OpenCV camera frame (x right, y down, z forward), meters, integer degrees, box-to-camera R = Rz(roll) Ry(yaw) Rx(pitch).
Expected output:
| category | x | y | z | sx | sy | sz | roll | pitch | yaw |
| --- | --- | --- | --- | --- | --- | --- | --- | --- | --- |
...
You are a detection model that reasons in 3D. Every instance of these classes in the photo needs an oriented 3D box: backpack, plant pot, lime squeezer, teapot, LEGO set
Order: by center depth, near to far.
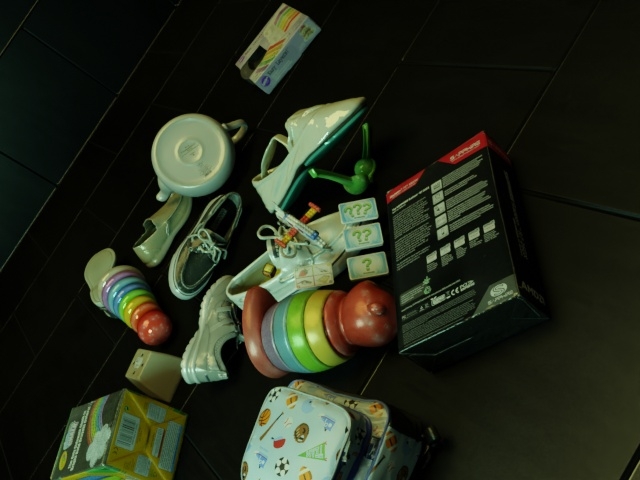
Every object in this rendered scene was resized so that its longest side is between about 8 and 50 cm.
| category | x | y | z | sx | sy | sz | roll | pitch | yaw |
| --- | --- | --- | --- | --- | --- | --- | --- | --- | --- |
| backpack | 0.007 | 0.362 | 1.155 | 0.276 | 0.213 | 0.263 | 4 | 75 | 50 |
| LEGO set | 0.000 | 0.000 | 1.469 | 0.244 | 0.060 | 0.182 | -10 | 60 | 4 |
| lime squeezer | 0.071 | -0.161 | 1.635 | 0.059 | 0.110 | 0.310 | -50 | -2 | 37 |
| plant pot | -0.402 | 0.317 | 1.802 | 0.109 | 0.096 | 0.109 | -2 | 60 | 51 |
| teapot | -0.353 | -0.239 | 2.162 | 0.187 | 0.256 | 0.252 | 61 | -146 | -81 |

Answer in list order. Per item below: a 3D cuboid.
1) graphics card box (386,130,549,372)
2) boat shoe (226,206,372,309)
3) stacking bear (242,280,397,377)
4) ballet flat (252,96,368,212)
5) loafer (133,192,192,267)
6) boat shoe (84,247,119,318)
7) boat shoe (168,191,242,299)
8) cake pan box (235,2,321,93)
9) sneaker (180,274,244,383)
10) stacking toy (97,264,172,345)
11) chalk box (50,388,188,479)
| category | x | y | z | sx | sy | sz | roll | pitch | yaw |
| --- | --- | --- | --- | --- | --- | --- | --- | --- | --- |
| graphics card box | 0.234 | 0.013 | 1.268 | 0.233 | 0.094 | 0.371 | -32 | 38 | 30 |
| boat shoe | -0.066 | 0.024 | 1.580 | 0.367 | 0.156 | 0.135 | -36 | 37 | 26 |
| stacking bear | 0.016 | 0.154 | 1.372 | 0.289 | 0.175 | 0.164 | -17 | 50 | 33 |
| ballet flat | -0.047 | -0.210 | 1.686 | 0.400 | 0.139 | 0.139 | -48 | 29 | 44 |
| loafer | -0.469 | -0.052 | 2.221 | 0.102 | 0.092 | 0.268 | -3 | 58 | 51 |
| boat shoe | -0.651 | 0.132 | 2.289 | 0.114 | 0.091 | 0.302 | -29 | 35 | 3 |
| boat shoe | -0.284 | 0.009 | 1.915 | 0.105 | 0.113 | 0.306 | -23 | 33 | 60 |
| cake pan box | -0.139 | -0.594 | 2.316 | 0.267 | 0.070 | 0.246 | -50 | 31 | 9 |
| sneaker | -0.217 | 0.206 | 1.697 | 0.115 | 0.105 | 0.281 | 3 | 53 | 15 |
| stacking toy | -0.492 | 0.189 | 2.017 | 0.141 | 0.141 | 0.330 | -55 | 38 | 0 |
| chalk box | -0.466 | 0.470 | 1.674 | 0.289 | 0.179 | 0.180 | -25 | 44 | 39 |
